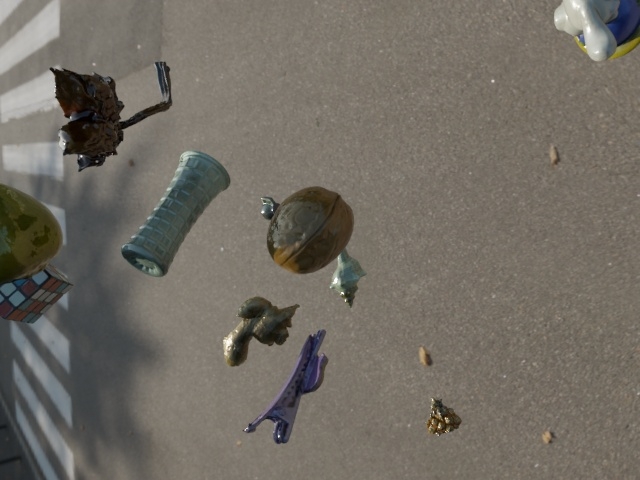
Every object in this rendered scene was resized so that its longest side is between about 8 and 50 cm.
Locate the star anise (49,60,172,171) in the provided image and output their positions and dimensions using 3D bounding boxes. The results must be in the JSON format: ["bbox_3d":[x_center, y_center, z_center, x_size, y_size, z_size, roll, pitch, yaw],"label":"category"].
[{"bbox_3d":[-0.436,-0.280,0.974,0.148,0.346,0.238,21,141,17],"label":"star anise"}]

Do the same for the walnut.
[{"bbox_3d":[-0.023,-0.022,1.008,0.207,0.167,0.167,-48,57,18],"label":"walnut"}]

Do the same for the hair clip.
[{"bbox_3d":[-0.056,0.327,1.031,0.090,0.278,0.137,41,145,-2],"label":"hair clip"}]

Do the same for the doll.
[{"bbox_3d":[0.571,-0.524,0.995,0.159,0.242,0.311,-13,96,66],"label":"doll"}]

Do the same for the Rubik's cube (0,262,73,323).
[{"bbox_3d":[-0.812,0.116,1.276,0.154,0.155,0.151,42,166,6],"label":"Rubik's cube"}]

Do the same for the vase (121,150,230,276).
[{"bbox_3d":[-0.345,-0.062,1.114,0.143,0.143,0.299,-19,38,48],"label":"vase"}]

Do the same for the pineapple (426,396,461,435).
[{"bbox_3d":[0.384,0.551,1.485,0.114,0.077,0.114,-21,79,22],"label":"pineapple"}]

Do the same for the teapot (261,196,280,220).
[{"bbox_3d":[-0.167,-0.113,1.596,0.057,0.066,0.088,-7,120,46],"label":"teapot"}]

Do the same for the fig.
[{"bbox_3d":[-0.706,-0.014,1.037,0.230,0.207,0.207,39,129,-2],"label":"fig"}]

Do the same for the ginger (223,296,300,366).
[{"bbox_3d":[-0.146,0.220,1.084,0.214,0.132,0.059,-63,5,13],"label":"ginger"}]

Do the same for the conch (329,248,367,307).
[{"bbox_3d":[0.111,0.142,1.792,0.114,0.137,0.234,-90,9,-77],"label":"conch"}]
